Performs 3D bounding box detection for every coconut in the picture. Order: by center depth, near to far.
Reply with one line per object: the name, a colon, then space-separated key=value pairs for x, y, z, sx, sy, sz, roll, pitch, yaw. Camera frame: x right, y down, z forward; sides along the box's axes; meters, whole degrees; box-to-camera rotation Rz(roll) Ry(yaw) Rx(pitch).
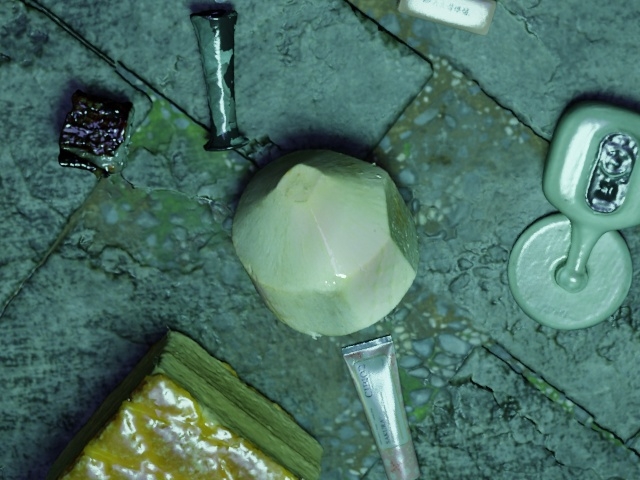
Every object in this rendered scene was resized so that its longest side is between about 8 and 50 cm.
coconut: x=0.000 y=0.000 z=1.887 sx=0.237 sy=0.237 sz=0.197 roll=40 pitch=72 yaw=-9

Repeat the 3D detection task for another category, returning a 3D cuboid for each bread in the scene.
bread: x=-0.179 y=0.305 z=1.978 sx=0.279 sy=0.207 sz=0.279 roll=36 pitch=103 yaw=-9

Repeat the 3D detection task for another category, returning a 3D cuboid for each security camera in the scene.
security camera: x=0.330 y=-0.021 z=1.939 sx=0.157 sy=0.080 sz=0.302 roll=14 pitch=108 yaw=-2

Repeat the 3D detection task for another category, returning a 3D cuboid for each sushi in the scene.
sushi: x=-0.270 y=-0.130 z=1.914 sx=0.084 sy=0.098 sz=0.094 roll=13 pitch=101 yaw=-4

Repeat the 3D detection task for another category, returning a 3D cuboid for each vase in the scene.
vase: x=-0.122 y=-0.194 z=1.912 sx=0.059 sy=0.059 sz=0.167 roll=-4 pitch=106 yaw=3

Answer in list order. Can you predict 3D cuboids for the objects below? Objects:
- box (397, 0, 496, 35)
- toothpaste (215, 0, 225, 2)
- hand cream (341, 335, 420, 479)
box: x=0.152 y=-0.282 z=1.895 sx=0.115 sy=0.025 sz=0.048 roll=16 pitch=104 yaw=-2
toothpaste: x=-0.140 y=-0.401 z=1.863 sx=0.089 sy=0.057 sz=0.234 roll=-28 pitch=112 yaw=6
hand cream: x=0.088 y=0.229 z=2.035 sx=0.067 sy=0.043 sz=0.210 roll=-16 pitch=99 yaw=6
